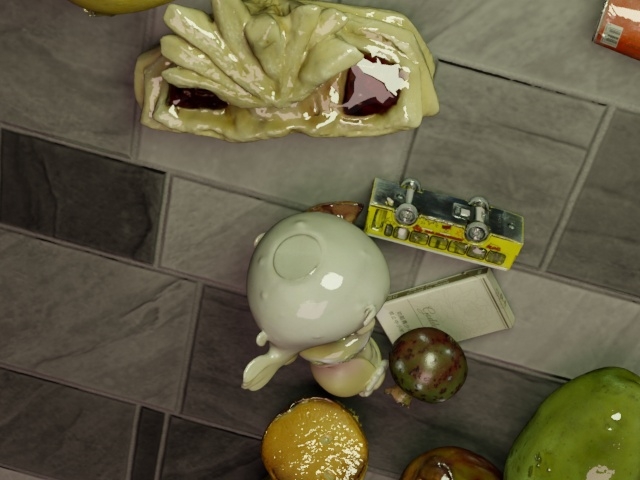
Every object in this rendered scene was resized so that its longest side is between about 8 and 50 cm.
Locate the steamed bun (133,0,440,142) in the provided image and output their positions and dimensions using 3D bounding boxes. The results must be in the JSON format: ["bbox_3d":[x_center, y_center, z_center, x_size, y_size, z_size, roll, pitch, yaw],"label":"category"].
[{"bbox_3d":[-0.065,-0.229,1.320,0.428,0.189,0.247,2,122,11],"label":"steamed bun"}]

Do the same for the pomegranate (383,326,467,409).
[{"bbox_3d":[0.162,0.196,1.559,0.130,0.130,0.130,6,124,8],"label":"pomegranate"}]

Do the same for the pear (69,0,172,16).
[{"bbox_3d":[-0.219,-0.416,1.159,0.309,0.309,0.309,6,124,8],"label":"pear"}]

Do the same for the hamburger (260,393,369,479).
[{"bbox_3d":[-0.010,0.349,1.710,0.182,0.191,0.118,-12,159,-8],"label":"hamburger"}]

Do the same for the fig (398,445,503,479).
[{"bbox_3d":[0.229,0.463,1.710,0.224,0.224,0.263,-12,99,19],"label":"fig"}]

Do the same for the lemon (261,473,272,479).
[{"bbox_3d":[-0.046,0.485,1.805,0.206,0.173,0.173,-6,122,18],"label":"lemon"}]

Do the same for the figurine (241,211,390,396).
[{"bbox_3d":[-0.005,0.139,1.521,0.226,0.274,0.394,41,166,32],"label":"figurine"}]

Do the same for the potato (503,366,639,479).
[{"bbox_3d":[0.408,0.338,1.580,0.216,0.216,0.304,32,103,-10],"label":"potato"}]

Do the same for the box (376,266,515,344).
[{"bbox_3d":[0.190,0.113,1.591,0.198,0.029,0.109,-18,118,24],"label":"box"}]

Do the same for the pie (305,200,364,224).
[{"bbox_3d":[0.000,0.000,1.552,0.092,0.034,0.170,15,126,-3],"label":"pie"}]

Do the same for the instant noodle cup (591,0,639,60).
[{"bbox_3d":[0.409,-0.265,1.242,0.135,0.127,0.127,17,126,10],"label":"instant noodle cup"}]

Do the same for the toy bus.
[{"bbox_3d":[0.178,-0.028,1.473,0.226,0.081,0.074,13,130,-1],"label":"toy bus"}]
